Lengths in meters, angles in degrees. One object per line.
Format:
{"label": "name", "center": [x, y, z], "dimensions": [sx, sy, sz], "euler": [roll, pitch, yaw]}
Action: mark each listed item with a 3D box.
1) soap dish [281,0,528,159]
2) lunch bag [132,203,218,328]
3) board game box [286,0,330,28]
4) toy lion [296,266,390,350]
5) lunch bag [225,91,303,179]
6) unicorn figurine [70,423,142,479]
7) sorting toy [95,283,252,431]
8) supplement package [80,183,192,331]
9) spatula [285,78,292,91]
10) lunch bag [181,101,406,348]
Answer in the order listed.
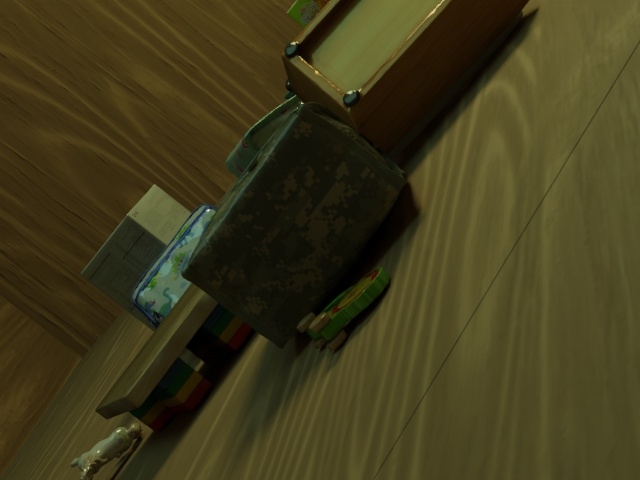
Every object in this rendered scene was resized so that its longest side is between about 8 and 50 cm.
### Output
{"label": "soap dish", "center": [0.100, -0.268, 1.686], "dimensions": [0.291, 0.118, 0.229], "euler": [-47, 45, 4]}
{"label": "lunch bag", "center": [-0.196, 0.056, 2.061], "dimensions": [0.219, 0.090, 0.176], "euler": [-51, 39, -3]}
{"label": "board game box", "center": [0.138, -0.477, 2.344], "dimensions": [0.347, 0.233, 0.078], "euler": [-48, 8, 21]}
{"label": "toy lion", "center": [0.027, 0.064, 1.266], "dimensions": [0.096, 0.034, 0.100], "euler": [-45, 7, -12]}
{"label": "lunch bag", "center": [-0.013, -0.182, 2.138], "dimensions": [0.262, 0.160, 0.223], "euler": [-41, 3, -13]}
{"label": "unicorn figurine", "center": [-0.326, 0.325, 1.900], "dimensions": [0.162, 0.060, 0.111], "euler": [-54, 8, -23]}
{"label": "sorting toy", "center": [-0.185, 0.153, 1.796], "dimensions": [0.257, 0.089, 0.255], "euler": [-54, 9, -21]}
{"label": "supplement package", "center": [-0.276, 0.040, 2.252], "dimensions": [0.149, 0.203, 0.194], "euler": [-50, 6, 19]}
{"label": "spatula", "center": [0.050, -0.205, 1.792], "dimensions": [0.296, 0.030, 0.084], "euler": [19, 78, 43]}
{"label": "lunch bag", "center": [-0.024, -0.030, 1.491], "dimensions": [0.235, 0.169, 0.287], "euler": [-53, 0, 6]}
